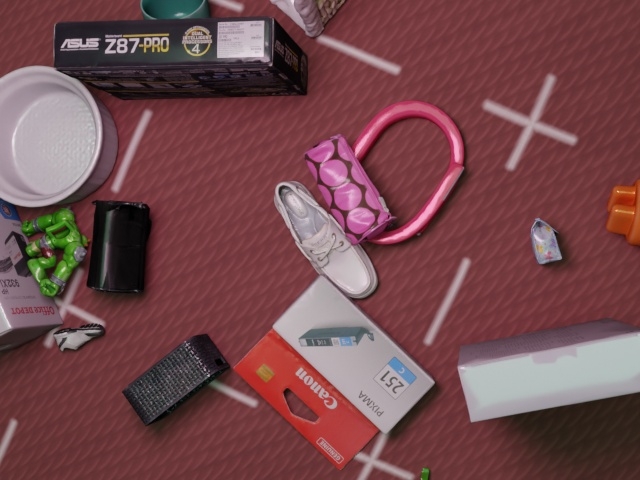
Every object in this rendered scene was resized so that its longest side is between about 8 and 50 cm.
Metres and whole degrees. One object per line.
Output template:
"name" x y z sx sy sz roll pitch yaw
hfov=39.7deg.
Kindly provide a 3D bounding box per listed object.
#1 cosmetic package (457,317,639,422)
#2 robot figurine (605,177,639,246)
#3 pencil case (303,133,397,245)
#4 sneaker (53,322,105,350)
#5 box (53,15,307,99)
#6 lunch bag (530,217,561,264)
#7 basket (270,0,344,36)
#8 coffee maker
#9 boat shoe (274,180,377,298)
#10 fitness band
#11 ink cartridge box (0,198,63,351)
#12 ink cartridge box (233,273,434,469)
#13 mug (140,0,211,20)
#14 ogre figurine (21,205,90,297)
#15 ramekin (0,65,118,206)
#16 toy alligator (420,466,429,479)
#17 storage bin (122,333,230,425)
"cosmetic package" 0.380 0.207 1.480 0.284 0.377 0.097 -14 86 9
"robot figurine" 0.627 -0.045 1.579 0.219 0.158 0.128 9 110 11
"pencil case" 0.054 -0.099 1.651 0.098 0.095 0.209 -40 79 43
"sneaker" -0.488 0.197 1.805 0.109 0.040 0.043 -10 102 12
"box" -0.243 -0.330 1.644 0.395 0.318 0.097 0 88 11
"lunch bag" 0.416 0.000 1.640 0.053 0.071 0.083 -16 84 10
"basket" -0.060 -0.612 1.629 0.331 0.328 0.266 43 90 9
"coffee maker" -0.398 0.012 1.728 0.120 0.171 0.178 4 89 -7
"boat shoe" 0.000 0.000 1.698 0.098 0.096 0.277 -42 82 5
"fitness band" 0.151 -0.129 1.705 0.209 0.054 0.291 35 92 12
"ink cartridge box" -0.661 0.057 1.743 0.129 0.223 0.307 -26 83 7
"ink cartridge box" 0.021 0.256 1.677 0.296 0.066 0.261 43 94 0
"mug" -0.271 -0.446 1.760 0.158 0.097 0.129 -27 56 -15
"ogre figurine" -0.531 0.012 1.775 0.118 0.197 0.097 -34 125 8
"ramekin" -0.545 -0.200 1.781 0.277 0.135 0.277 0 88 9
"toy alligator" 0.182 0.524 1.663 0.056 0.051 0.189 10 89 10
"storage bin" -0.279 0.268 1.718 0.180 0.122 0.084 -37 82 6
